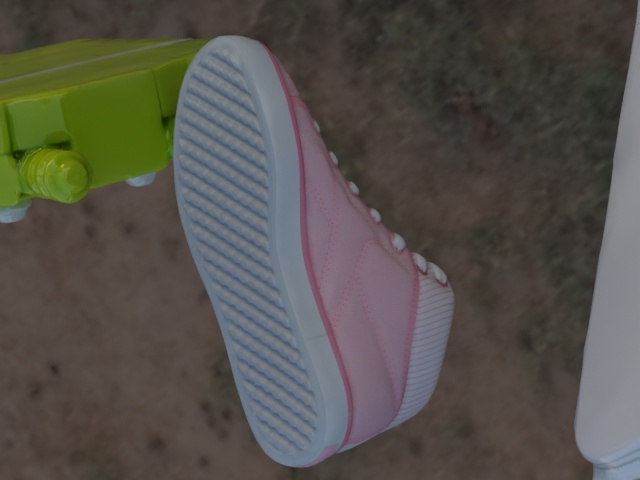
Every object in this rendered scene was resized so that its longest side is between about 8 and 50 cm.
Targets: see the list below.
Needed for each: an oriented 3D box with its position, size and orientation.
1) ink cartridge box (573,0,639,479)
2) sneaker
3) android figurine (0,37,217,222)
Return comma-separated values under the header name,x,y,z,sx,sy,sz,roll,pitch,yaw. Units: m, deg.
name,x,y,z,sx,sy,sz,roll,pitch,yaw
ink cartridge box,0.219,0.002,0.417,0.283,0.207,0.117,22,150,-15
sneaker,0.000,0.000,0.569,0.051,0.070,0.134,-20,83,47
android figurine,-0.140,-0.050,0.806,0.273,0.248,0.056,11,114,55
